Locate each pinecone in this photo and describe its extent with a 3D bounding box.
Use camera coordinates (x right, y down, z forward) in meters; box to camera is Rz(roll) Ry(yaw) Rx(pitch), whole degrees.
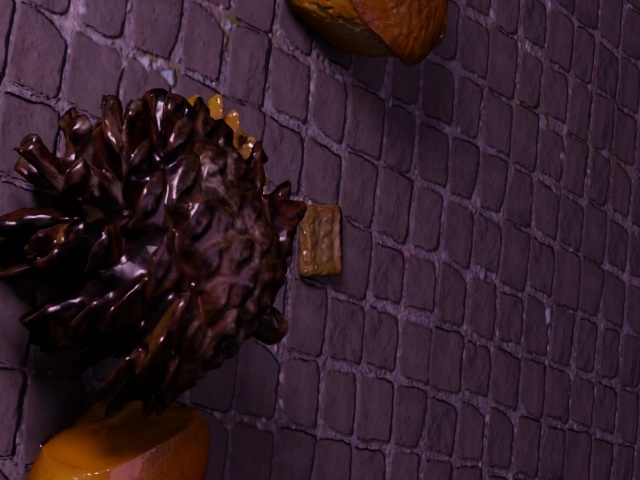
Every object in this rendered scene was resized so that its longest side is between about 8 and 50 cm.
[{"bbox_3d":[-0.160,0.008,1.717,0.296,0.242,0.298,52,45,-23],"label":"pinecone"}]

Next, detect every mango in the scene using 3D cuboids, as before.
[{"bbox_3d":[-0.196,0.239,1.766,0.252,0.126,0.154,-53,142,-37],"label":"mango"}]

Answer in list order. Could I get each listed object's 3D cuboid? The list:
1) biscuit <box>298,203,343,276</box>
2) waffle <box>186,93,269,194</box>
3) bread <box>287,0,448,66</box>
[{"bbox_3d":[0.000,0.000,2.178,0.081,0.018,0.083,-2,90,-57],"label":"biscuit"},{"bbox_3d":[-0.123,-0.030,1.956,0.228,0.051,0.232,-44,125,-48],"label":"waffle"},{"bbox_3d":[0.057,-0.329,2.163,0.268,0.145,0.268,3,87,-62],"label":"bread"}]
